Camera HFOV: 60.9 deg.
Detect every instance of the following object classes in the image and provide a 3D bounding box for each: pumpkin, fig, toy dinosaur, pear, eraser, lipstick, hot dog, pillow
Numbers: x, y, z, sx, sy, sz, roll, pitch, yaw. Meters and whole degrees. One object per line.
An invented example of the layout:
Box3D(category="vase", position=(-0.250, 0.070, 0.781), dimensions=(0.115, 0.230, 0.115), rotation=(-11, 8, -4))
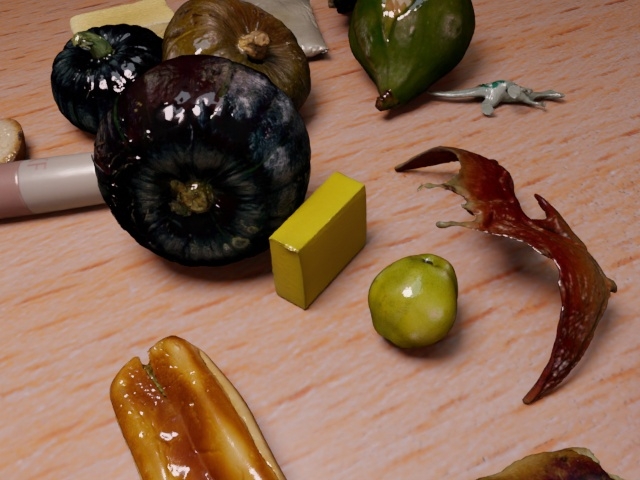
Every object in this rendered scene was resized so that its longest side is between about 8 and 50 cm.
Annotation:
Box3D(category="pumpkin", position=(-0.116, -0.244, 0.757), dimensions=(0.219, 0.162, 0.219), rotation=(14, 62, -28))
Box3D(category="pumpkin", position=(-0.303, -0.240, 0.815), dimensions=(0.194, 0.150, 0.194), rotation=(14, 41, -13))
Box3D(category="fig", position=(0.132, -0.302, 0.843), dimensions=(0.195, 0.195, 0.245), rotation=(9, 83, 12))
Box3D(category="pumpkin", position=(-0.125, -0.081, 0.588), dimensions=(0.233, 0.233, 0.163), rotation=(-1, 34, 3))
Box3D(category="toy dinosaur", position=(0.180, -0.011, 0.608), dimensions=(0.206, 0.113, 0.327), rotation=(-15, 53, -47))
Box3D(category="pear", position=(0.090, 0.056, 0.534), dimensions=(0.092, 0.092, 0.097), rotation=(28, 82, 26))
Box3D(category="eraser", position=(0.000, 0.000, 0.594), dimensions=(0.045, 0.097, 0.122), rotation=(27, 55, 26))
Box3D(category="lipstick", position=(-0.404, -0.064, 0.696), dimensions=(0.254, 0.070, 0.070), rotation=(-9, 46, -5))
Box3D(category="toy dinosaur", position=(0.272, -0.231, 0.841), dimensions=(0.187, 0.044, 0.106), rotation=(10, 33, 30))
Box3D(category="hot dog", position=(-0.095, 0.178, 0.449), dimensions=(0.100, 0.068, 0.249), rotation=(-34, 50, -13))
Box3D(category="pillow", position=(-0.076, -0.395, 1.008), dimensions=(0.148, 0.050, 0.230), rotation=(-13, 50, -1))

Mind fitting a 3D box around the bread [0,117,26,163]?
Box3D(category="bread", position=(-0.476, -0.115, 0.772), dimensions=(0.126, 0.044, 0.129), rotation=(-17, 50, -3))

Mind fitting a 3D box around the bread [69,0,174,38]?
Box3D(category="bread", position=(-0.354, -0.378, 0.995), dimensions=(0.188, 0.068, 0.125), rotation=(-21, 49, -15))

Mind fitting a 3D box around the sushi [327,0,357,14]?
Box3D(category="sushi", position=(0.085, -0.520, 0.975), dimensions=(0.170, 0.211, 0.350), rotation=(-9, 18, 14))

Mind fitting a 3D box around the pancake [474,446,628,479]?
Box3D(category="pancake", position=(0.116, 0.321, 0.303), dimensions=(0.426, 0.067, 0.305), rotation=(-30, 53, -25))
